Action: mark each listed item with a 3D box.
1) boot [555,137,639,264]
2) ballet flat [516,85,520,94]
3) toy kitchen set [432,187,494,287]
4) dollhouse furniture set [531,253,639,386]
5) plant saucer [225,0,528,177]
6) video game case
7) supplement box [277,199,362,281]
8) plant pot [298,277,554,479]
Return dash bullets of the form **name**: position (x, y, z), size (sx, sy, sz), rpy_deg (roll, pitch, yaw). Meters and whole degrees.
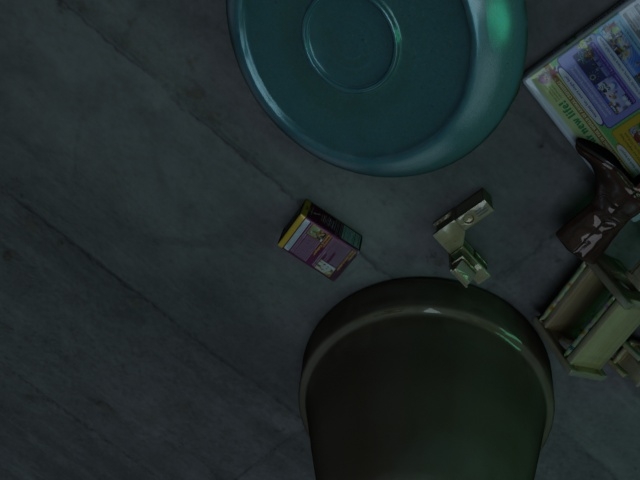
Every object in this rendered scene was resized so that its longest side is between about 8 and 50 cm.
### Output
- **boot**: position (0.282, -0.038, 0.813), size (0.106, 0.037, 0.114), rpy_deg (39, 123, 4)
- **ballet flat**: position (0.109, -0.211, 0.754), size (0.232, 0.073, 0.080), rpy_deg (34, 117, -9)
- **toy kitchen set**: position (0.180, 0.004, 0.862), size (0.075, 0.068, 0.083), rpy_deg (-37, 107, 24)
- **dollhouse furniture set**: position (0.368, 0.066, 0.875), size (0.161, 0.101, 0.181), rpy_deg (14, 122, -27)
- **plant saucer**: position (0.034, -0.196, 0.730), size (0.318, 0.043, 0.317), rpy_deg (17, 127, 23)
- **video game case**: position (0.348, -0.147, 0.781), size (0.193, 0.023, 0.212), rpy_deg (-36, 108, 24)
- **supplement box**: position (0.000, 0.000, 0.901), size (0.083, 0.043, 0.055), rpy_deg (34, 117, -9)
- **plant pot**: position (0.116, 0.248, 0.884), size (0.324, 0.280, 0.323), rpy_deg (4, 118, 8)
